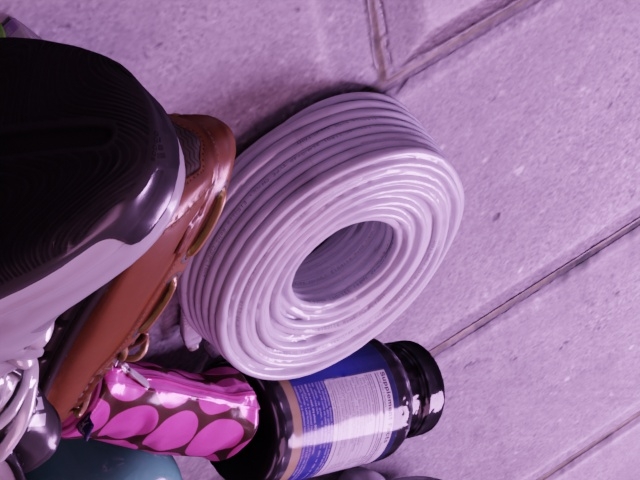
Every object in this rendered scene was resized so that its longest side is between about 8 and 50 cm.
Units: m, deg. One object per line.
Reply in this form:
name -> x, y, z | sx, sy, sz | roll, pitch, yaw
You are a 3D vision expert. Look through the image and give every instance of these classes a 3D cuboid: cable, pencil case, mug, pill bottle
cable -> 0.000, 0.000, 1.459 | 0.257, 0.089, 0.257 | -29, 147, -15
pencil case -> -0.139, 0.132, 1.466 | 0.098, 0.095, 0.209 | -38, 150, 25
mug -> -0.175, 0.218, 1.545 | 0.158, 0.097, 0.129 | -14, 140, -34
pill bottle -> 0.006, 0.153, 1.625 | 0.219, 0.123, 0.122 | -8, 137, -41

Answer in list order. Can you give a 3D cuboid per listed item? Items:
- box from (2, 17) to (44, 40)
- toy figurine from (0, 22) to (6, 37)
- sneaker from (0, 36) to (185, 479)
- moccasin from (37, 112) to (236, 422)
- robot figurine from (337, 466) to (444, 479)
box -> -0.289, -0.009, 1.177 | 0.324, 0.063, 0.067 | -42, 149, 5
toy figurine -> -0.300, -0.098, 1.042 | 0.173, 0.130, 0.159 | -30, 142, 34
sneaker -> -0.201, 0.035, 1.029 | 0.448, 0.169, 0.257 | -19, 147, 34
moccasin -> -0.176, 0.034, 1.255 | 0.147, 0.139, 0.380 | -21, 154, -43
robot figurine -> 0.123, 0.351, 1.834 | 0.200, 0.300, 0.353 | -45, -173, -10
